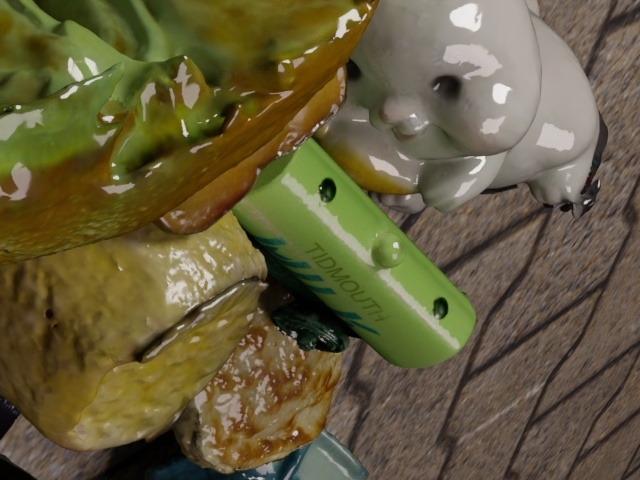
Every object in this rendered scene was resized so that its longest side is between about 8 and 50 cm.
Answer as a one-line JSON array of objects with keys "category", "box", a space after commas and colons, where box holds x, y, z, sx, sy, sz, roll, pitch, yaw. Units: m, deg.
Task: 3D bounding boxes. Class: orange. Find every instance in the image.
[{"category": "orange", "box": [-0.138, -0.108, 0.666, 0.334, 0.262, 0.196, -26, 146, -36]}]

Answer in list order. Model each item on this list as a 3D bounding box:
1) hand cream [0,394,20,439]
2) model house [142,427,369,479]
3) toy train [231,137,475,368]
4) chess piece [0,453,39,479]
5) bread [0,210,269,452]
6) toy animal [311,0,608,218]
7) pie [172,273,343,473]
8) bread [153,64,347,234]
[{"category": "hand cream", "box": [-0.306, 0.192, 1.073, 0.270, 0.061, 0.120, -53, 151, -13]}, {"category": "model house", "box": [-0.082, 0.222, 1.400, 0.267, 0.194, 0.325, -14, 108, -40]}, {"category": "toy train", "box": [0.000, 0.000, 1.114, 0.253, 0.157, 0.105, 44, 66, -35]}, {"category": "chess piece", "box": [-0.272, 0.272, 0.988, 0.298, 0.176, 0.176, -62, 155, 4]}, {"category": "bread", "box": [-0.128, 0.016, 0.980, 0.197, 0.170, 0.197, -38, 164, -13]}, {"category": "toy animal", "box": [0.098, -0.130, 1.163, 0.247, 0.183, 0.310, -53, 151, -6]}, {"category": "pie", "box": [-0.047, 0.080, 1.259, 0.205, 0.084, 0.179, -16, 117, -46]}, {"category": "bread", "box": [-0.088, -0.125, 0.877, 0.161, 0.088, 0.233, -37, 118, -12]}]
